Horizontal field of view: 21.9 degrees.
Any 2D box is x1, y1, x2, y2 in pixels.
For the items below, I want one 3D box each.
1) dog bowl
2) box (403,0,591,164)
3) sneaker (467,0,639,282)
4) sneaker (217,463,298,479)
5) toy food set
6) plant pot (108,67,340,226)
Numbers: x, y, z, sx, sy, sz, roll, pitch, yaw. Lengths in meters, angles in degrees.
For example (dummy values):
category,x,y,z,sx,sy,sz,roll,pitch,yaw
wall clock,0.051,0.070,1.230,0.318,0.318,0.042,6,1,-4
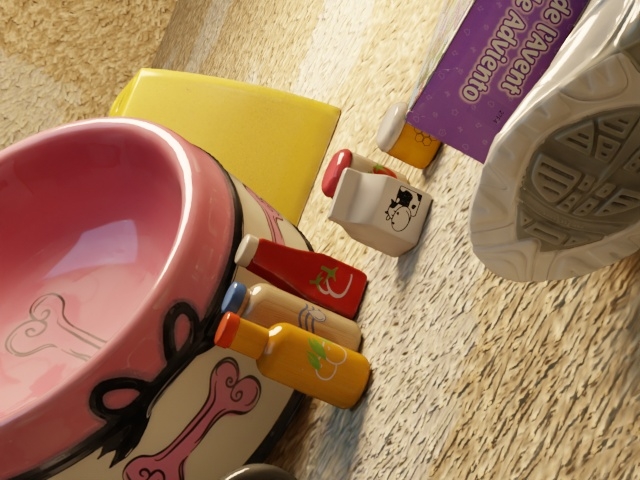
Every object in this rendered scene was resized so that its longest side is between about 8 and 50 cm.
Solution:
category,x,y,z,sx,sy,sz,roll,pitch,yaw
dog bowl,-0.207,0.071,1.306,0.408,0.150,0.408,-20,40,17
box,0.133,-0.182,0.961,0.201,0.057,0.293,-61,3,24
sneaker,0.152,-0.081,0.792,0.232,0.090,0.115,-53,9,15
sneaker,-0.097,0.251,1.153,0.145,0.090,0.270,-120,53,-71
toy food set,0.000,0.000,1.174,0.111,0.104,0.232,-36,33,66
plant pot,-0.128,-0.054,1.606,0.212,0.187,0.212,-69,12,-13
